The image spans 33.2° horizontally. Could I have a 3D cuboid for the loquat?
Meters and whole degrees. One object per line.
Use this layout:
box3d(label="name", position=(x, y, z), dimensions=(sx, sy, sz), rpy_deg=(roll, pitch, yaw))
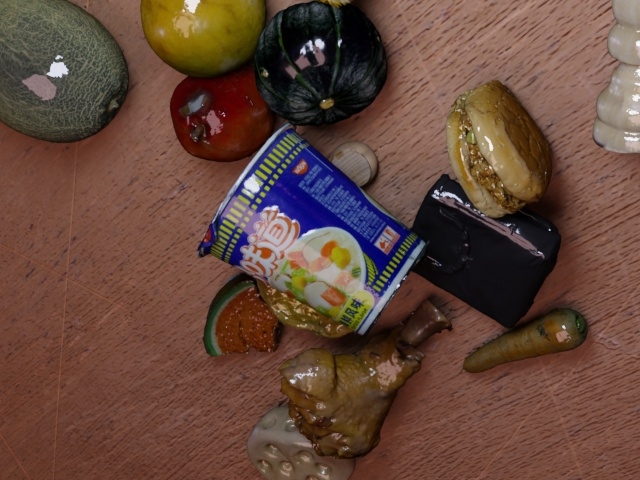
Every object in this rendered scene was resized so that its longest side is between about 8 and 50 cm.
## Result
box3d(label="loquat", position=(-0.190, -0.386, 1.715), dimensions=(0.213, 0.213, 0.246), rpy_deg=(7, 135, 21))

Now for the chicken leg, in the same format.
box3d(label="chicken leg", position=(0.068, 0.254, 2.022), dimensions=(0.295, 0.182, 0.409), rpy_deg=(24, 123, -36))

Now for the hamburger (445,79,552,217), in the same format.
box3d(label="hamburger", position=(0.276, -0.140, 1.670), dimensions=(0.108, 0.214, 0.214), rpy_deg=(-29, 106, 29))

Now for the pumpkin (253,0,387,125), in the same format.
box3d(label="pumpkin", position=(0.000, -0.280, 1.712), dimensions=(0.220, 0.162, 0.220), rpy_deg=(-6, 155, -3))

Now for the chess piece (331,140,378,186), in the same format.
box3d(label="chess piece", position=(0.059, -0.134, 1.884), dimensions=(0.083, 0.038, 0.084), rpy_deg=(14, 127, 19))

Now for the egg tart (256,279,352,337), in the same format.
box3d(label="egg tart", position=(-0.007, 0.071, 2.009), dimensions=(0.241, 0.106, 0.241), rpy_deg=(11, 121, 18))

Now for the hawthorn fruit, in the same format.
box3d(label="hawthorn fruit", position=(-0.171, -0.213, 1.836), dimensions=(0.185, 0.202, 0.185), rpy_deg=(8, 116, 17))

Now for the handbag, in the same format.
box3d(label="handbag", position=(0.268, 0.016, 1.814), dimensions=(0.244, 0.088, 0.275), rpy_deg=(29, 152, 11))

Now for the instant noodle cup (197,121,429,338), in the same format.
box3d(label="instant noodle cup", position=(0.000, 0.000, 1.799), dimensions=(0.312, 0.284, 0.284), rpy_deg=(34, 129, 4))

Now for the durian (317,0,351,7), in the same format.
box3d(label="durian", position=(-0.043, -0.486, 1.634), dimensions=(0.305, 0.185, 0.195), rpy_deg=(53, 146, -9))

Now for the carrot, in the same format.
box3d(label="carrot", position=(0.350, 0.196, 1.952), dimensions=(0.298, 0.078, 0.078), rpy_deg=(-29, 106, 41))

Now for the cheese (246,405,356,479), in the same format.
box3d(label="cheese", position=(-0.037, 0.450, 2.269), dimensions=(0.235, 0.117, 0.218), rpy_deg=(16, 128, 14))

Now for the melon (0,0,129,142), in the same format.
box3d(label="melon", position=(-0.494, -0.310, 1.897), dimensions=(0.329, 0.248, 0.249), rpy_deg=(31, 129, 12))

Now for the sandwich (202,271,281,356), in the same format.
box3d(label="sandwich", position=(-0.149, 0.140, 2.147), dimensions=(0.159, 0.079, 0.235), rpy_deg=(13, 130, 5))

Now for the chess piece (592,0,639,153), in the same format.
box3d(label="chess piece", position=(0.467, -0.264, 1.551), dimensions=(0.142, 0.143, 0.261), rpy_deg=(6, 119, 22))
